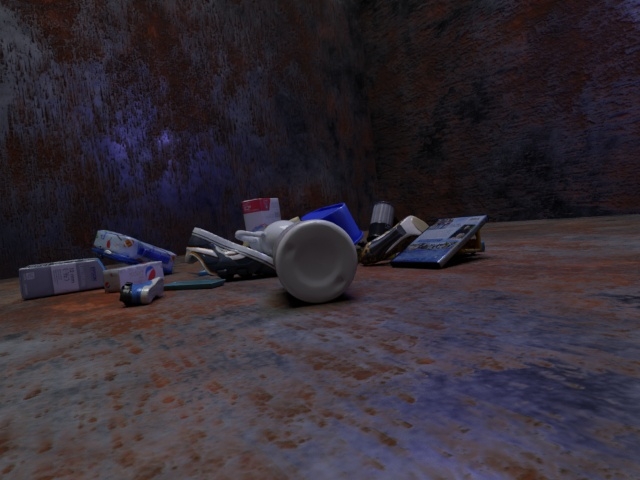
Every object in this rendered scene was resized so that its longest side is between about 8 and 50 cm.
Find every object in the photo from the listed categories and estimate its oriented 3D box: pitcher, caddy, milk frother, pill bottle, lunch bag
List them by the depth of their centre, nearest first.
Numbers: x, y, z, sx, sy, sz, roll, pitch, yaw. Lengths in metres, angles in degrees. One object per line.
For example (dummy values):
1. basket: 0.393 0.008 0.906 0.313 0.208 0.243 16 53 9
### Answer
1. pill bottle: -0.024 0.036 0.940 0.160 0.161 0.283 -7 3 -7
2. pitcher: -0.161 -0.004 1.371 0.177 0.126 0.207 16 -14 -35
3. milk frother: 0.195 -0.045 1.507 0.143 0.135 0.129 -1 -27 32
4. caddy: 0.000 0.000 1.531 0.241 0.179 0.341 -33 13 -26
5. lunch bag: -0.753 0.052 1.745 0.243 0.115 0.303 12 -9 26

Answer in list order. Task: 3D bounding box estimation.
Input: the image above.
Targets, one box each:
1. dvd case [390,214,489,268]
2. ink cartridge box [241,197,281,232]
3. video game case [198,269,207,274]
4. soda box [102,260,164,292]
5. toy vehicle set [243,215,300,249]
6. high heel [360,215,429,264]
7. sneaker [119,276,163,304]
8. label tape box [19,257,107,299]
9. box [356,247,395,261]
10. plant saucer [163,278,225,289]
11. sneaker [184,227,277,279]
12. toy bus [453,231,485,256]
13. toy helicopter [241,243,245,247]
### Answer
1. dvd case: 0.338 0.002 1.220 0.253 0.022 0.180 -37 18 -30
2. ink cartridge box: -0.313 -0.077 2.385 0.131 0.307 0.226 -6 3 20
3. video game case: -0.365 0.112 1.643 0.166 0.015 0.119 -6 3 8
4. soda box: -0.630 0.120 1.456 0.069 0.074 0.216 -6 3 17
5. toy vehicle set: -0.195 -0.006 1.916 0.266 0.035 0.166 -25 -25 2
6. high heel: 0.244 0.007 1.386 0.261 0.093 0.186 -7 -28 -51
7. sneaker: -0.461 0.127 1.099 0.084 0.058 0.152 2 9 -4
8. label tape box: -0.884 0.124 1.585 0.347 0.115 0.249 -9 4 -26
9. box: 0.172 0.047 1.504 0.179 0.043 0.105 -7 2 12
10. plant saucer: -0.375 0.131 1.259 0.191 0.018 0.067 -4 3 24
11. sneaker: -0.277 0.071 1.359 0.320 0.128 0.126 19 -10 11
12. toy bus: 0.412 -0.005 1.362 0.202 0.105 0.191 -5 3 22
13. toy helicopter: -0.338 0.029 2.094 0.234 0.140 0.355 -7 5 34
